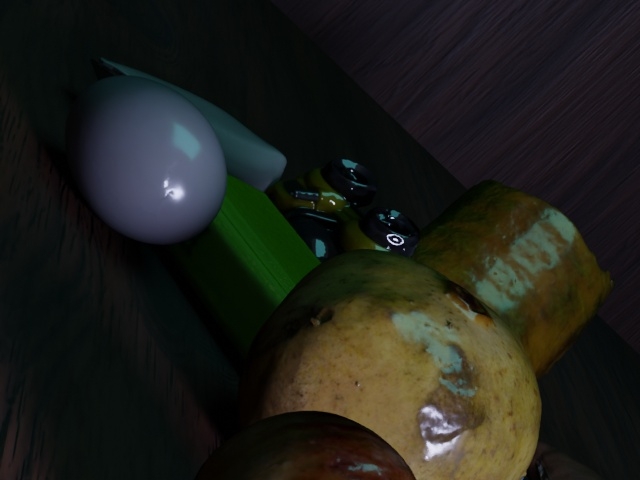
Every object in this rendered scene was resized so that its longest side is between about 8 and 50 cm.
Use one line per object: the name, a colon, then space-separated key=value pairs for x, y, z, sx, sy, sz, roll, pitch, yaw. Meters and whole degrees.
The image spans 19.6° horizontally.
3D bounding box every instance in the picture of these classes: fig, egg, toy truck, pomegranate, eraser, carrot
fig: x=-0.012 y=0.242 z=1.320 sx=0.235 sy=0.214 sz=0.235 roll=47 pitch=-14 yaw=15
egg: x=-0.175 y=-0.083 z=1.837 sx=0.199 sy=0.146 sz=0.146 roll=55 pitch=15 yaw=30
toy truck: x=0.000 y=0.000 z=2.203 sx=0.165 sy=0.147 sz=0.224 roll=8 pitch=33 yaw=-33
pomegranate: x=0.063 y=0.149 z=1.675 sx=0.281 sy=0.281 sz=0.281 roll=44 pitch=13 yaw=-13
eraser: x=-0.064 y=0.043 z=1.949 sx=0.274 sy=0.092 sz=0.210 roll=53 pitch=15 yaw=30
carrot: x=0.195 y=0.084 z=2.289 sx=0.241 sy=0.340 sz=0.241 roll=37 pitch=-27 yaw=22

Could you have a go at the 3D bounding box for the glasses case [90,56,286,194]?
glasses case: x=-0.164 y=-0.125 z=2.147 sx=0.128 sy=0.083 sz=0.308 roll=47 pitch=12 yaw=29

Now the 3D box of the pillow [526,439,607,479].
pillow: x=0.375 y=0.404 z=2.219 sx=0.305 sy=0.108 sz=0.308 roll=42 pitch=14 yaw=-27

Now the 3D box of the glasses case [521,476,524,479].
glasses case: x=0.119 y=0.209 z=1.917 sx=0.109 sy=0.067 sz=0.282 roll=3 pitch=9 yaw=-18
